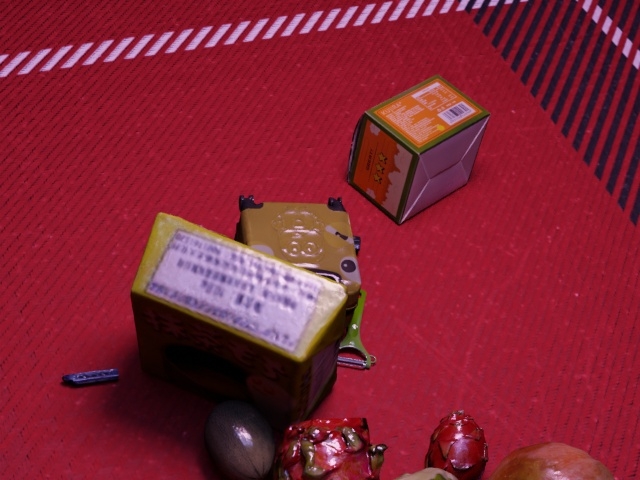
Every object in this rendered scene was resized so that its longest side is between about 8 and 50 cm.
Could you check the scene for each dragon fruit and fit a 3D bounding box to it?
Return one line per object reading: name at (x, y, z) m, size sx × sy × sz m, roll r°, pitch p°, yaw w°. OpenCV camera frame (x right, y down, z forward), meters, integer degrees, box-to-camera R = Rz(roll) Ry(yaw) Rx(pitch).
dragon fruit at (0.187, 0.342, 1.693) m, size 0.094 × 0.094 × 0.190 m, roll 21°, pitch 68°, yaw 9°
dragon fruit at (0.014, 0.334, 1.606) m, size 0.160 × 0.167 × 0.172 m, roll 15°, pitch 67°, yaw -54°

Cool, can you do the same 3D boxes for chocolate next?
chocolate at (-0.124, 0.132, 1.685) m, size 0.301 × 0.288 × 0.137 m, roll 21°, pitch 58°, yaw 9°

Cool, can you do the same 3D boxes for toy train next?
toy train at (-0.345, 0.207, 1.749) m, size 0.083 × 0.017 × 0.017 m, roll -6°, pitch 56°, yaw -16°

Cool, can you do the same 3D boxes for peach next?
peach at (0.303, 0.397, 1.569) m, size 0.235 × 0.214 × 0.214 m, roll -39°, pitch 62°, yaw -15°

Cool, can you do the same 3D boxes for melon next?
melon at (-0.114, 0.288, 1.663) m, size 0.098 × 0.098 × 0.130 m, roll -14°, pitch 56°, yaw -23°

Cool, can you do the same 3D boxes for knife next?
knife at (0.058, 0.136, 1.892) m, size 0.078 × 0.022 × 0.166 m, roll 14°, pitch 47°, yaw -5°

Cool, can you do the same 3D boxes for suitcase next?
suitcase at (-0.042, 0.044, 1.876) m, size 0.194 × 0.143 × 0.235 m, roll 1°, pitch 46°, yaw -11°

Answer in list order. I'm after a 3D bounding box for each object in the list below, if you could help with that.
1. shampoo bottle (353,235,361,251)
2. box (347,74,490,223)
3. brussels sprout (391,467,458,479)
shampoo bottle at (0.000, 0.000, 2.004) m, size 0.137 × 0.027 × 0.048 m, roll 6°, pitch 33°, yaw -6°
box at (0.173, -0.167, 2.093) m, size 0.195 × 0.177 × 0.148 m, roll -31°, pitch 60°, yaw -33°
brussels sprout at (0.134, 0.384, 1.549) m, size 0.131 × 0.145 × 0.183 m, roll -20°, pitch 51°, yaw 31°
